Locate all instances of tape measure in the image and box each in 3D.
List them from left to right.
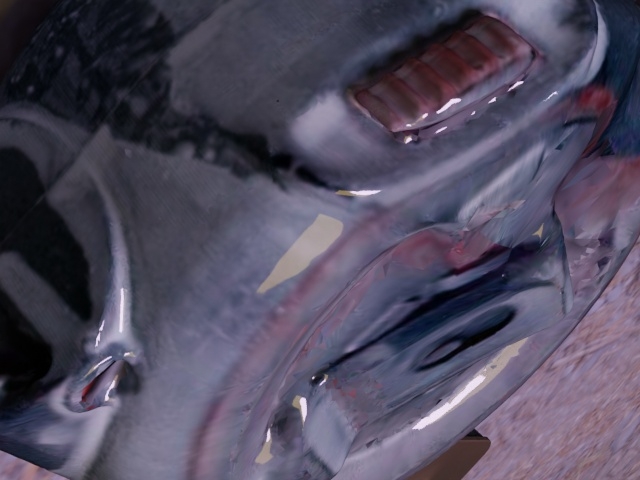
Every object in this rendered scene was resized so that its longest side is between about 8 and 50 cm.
[{"bbox_3d":[0.000,0.000,0.451,0.275,0.147,0.256,-41,153,-1],"label":"tape measure"}]

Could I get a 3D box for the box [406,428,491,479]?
[{"bbox_3d":[0.063,0.162,0.881,0.091,0.031,0.126,-51,152,15],"label":"box"}]
